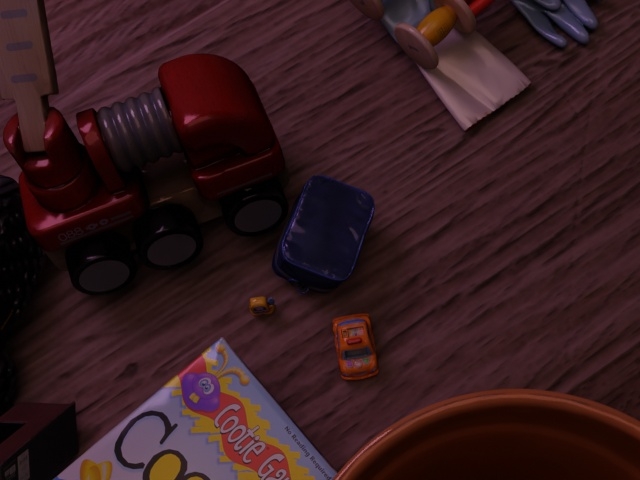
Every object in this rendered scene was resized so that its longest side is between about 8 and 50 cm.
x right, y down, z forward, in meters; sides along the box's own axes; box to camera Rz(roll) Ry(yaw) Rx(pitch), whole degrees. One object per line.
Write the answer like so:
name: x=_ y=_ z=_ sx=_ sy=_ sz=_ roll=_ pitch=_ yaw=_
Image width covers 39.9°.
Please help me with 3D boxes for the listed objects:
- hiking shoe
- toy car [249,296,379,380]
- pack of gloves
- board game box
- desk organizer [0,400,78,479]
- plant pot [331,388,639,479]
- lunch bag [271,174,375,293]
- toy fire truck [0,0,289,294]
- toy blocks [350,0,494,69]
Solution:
hiking shoe: x=-0.314 y=0.051 z=0.750 sx=0.114 sy=0.086 sz=0.226 roll=7 pitch=83 yaw=16
toy car: x=-0.008 y=0.082 z=0.750 sx=0.122 sy=0.040 sz=0.060 roll=7 pitch=72 yaw=7
pack of gloves: x=0.145 y=-0.245 z=0.860 sx=0.195 sy=0.046 sz=0.232 roll=-35 pitch=82 yaw=-7
board game box: x=-0.124 y=0.225 z=0.655 sx=0.275 sy=0.142 sz=0.144 roll=-40 pitch=73 yaw=-9
desk organizer: x=-0.240 y=0.169 z=0.689 sx=0.050 sy=0.130 sz=0.047 roll=1 pitch=100 yaw=8
plant pot: x=0.125 y=0.261 z=0.590 sx=0.291 sy=0.203 sz=0.290 roll=-1 pitch=70 yaw=3
lunch bag: x=0.000 y=0.000 z=0.766 sx=0.067 sy=0.065 sz=0.098 roll=24 pitch=73 yaw=-5
toy fire truck: x=-0.159 y=-0.104 z=0.712 sx=0.217 sy=0.246 sz=0.158 roll=-21 pitch=57 yaw=-3
toy blocks: x=0.112 y=-0.249 z=0.810 sx=0.148 sy=0.054 sz=0.123 roll=-45 pitch=84 yaw=-7
